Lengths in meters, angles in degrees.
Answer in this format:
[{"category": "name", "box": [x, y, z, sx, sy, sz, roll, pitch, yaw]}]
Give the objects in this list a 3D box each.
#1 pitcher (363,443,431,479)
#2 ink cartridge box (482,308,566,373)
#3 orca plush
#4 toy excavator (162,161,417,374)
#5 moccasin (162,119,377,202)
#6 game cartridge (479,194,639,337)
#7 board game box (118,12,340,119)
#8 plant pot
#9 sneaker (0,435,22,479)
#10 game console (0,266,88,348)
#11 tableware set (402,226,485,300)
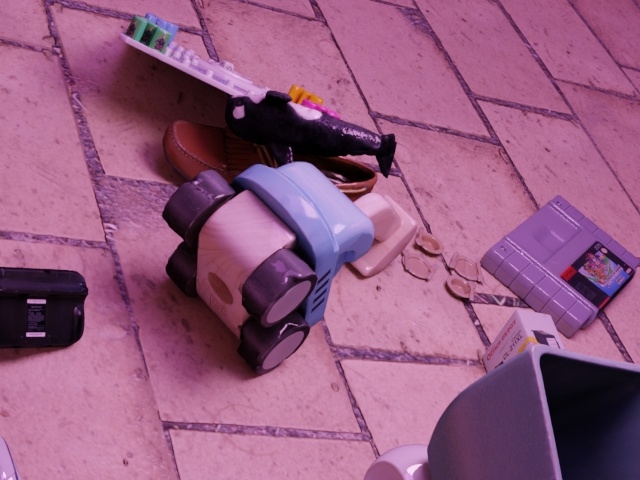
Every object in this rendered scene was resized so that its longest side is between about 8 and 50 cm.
[{"category": "pitcher", "box": [0.173, 0.361, 1.722, 0.207, 0.125, 0.178, 10, 26, -42]}, {"category": "ink cartridge box", "box": [0.342, 0.219, 2.037, 0.072, 0.127, 0.175, 11, 38, -24]}, {"category": "orca plush", "box": [-0.029, -0.146, 1.985, 0.287, 0.151, 0.102, 21, 72, 1]}, {"category": "toy excavator", "box": [0.000, 0.000, 1.929, 0.445, 0.433, 0.222, -35, 68, -24]}, {"category": "moccasin", "box": [-0.082, -0.130, 2.123, 0.380, 0.147, 0.139, 19, 43, -19]}, {"category": "game cartridge", "box": [0.478, 0.042, 2.432, 0.230, 0.068, 0.355, 37, 34, 15]}, {"category": "board game box", "box": [-0.157, -0.298, 2.217, 0.390, 0.050, 0.390, 26, 8, -9]}, {"category": "plant pot", "box": [0.276, 0.302, 1.590, 0.247, 0.252, 0.248, 14, 58, -39]}, {"category": "sneaker", "box": [-0.341, 0.330, 1.411, 0.091, 0.094, 0.258, 20, 36, -49]}, {"category": "game console", "box": [-0.422, 0.099, 1.569, 0.044, 0.213, 0.361, 9, 2, 31]}, {"category": "tableware set", "box": [0.224, 0.045, 2.260, 0.168, 0.020, 0.141, 29, 34, -4]}]
